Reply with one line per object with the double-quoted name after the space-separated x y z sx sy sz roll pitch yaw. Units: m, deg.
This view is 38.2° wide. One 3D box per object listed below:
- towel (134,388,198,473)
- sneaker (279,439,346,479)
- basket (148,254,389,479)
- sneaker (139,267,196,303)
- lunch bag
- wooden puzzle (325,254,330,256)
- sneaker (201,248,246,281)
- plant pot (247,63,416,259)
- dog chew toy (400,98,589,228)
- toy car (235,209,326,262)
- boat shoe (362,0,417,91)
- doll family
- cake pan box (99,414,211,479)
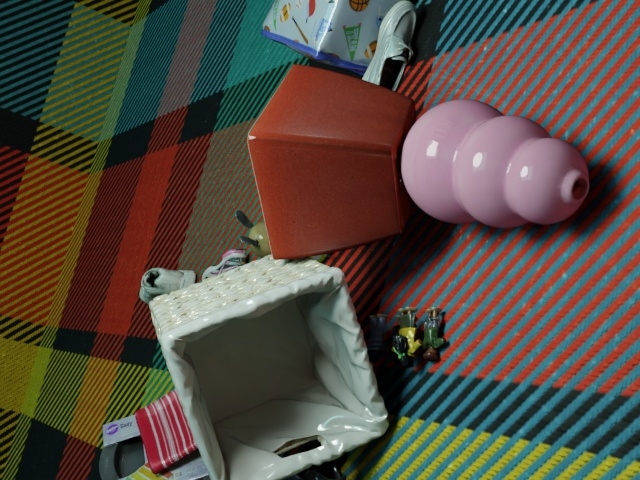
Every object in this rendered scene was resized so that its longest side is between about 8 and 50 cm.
-0.296 0.398 2.136 0.275 0.031 0.199 -33 42 3 "towel"
-0.009 0.497 1.637 0.148 0.131 0.350 -53 33 36 "sneaker"
-0.101 0.225 1.655 0.266 0.328 0.331 -150 41 -69 "basket"
-0.462 0.123 2.629 0.292 0.118 0.110 -18 60 56 "sneaker"
0.034 -0.567 2.093 0.385 0.239 0.328 34 104 52 "lunch bag"
0.000 0.000 1.979 0.006 0.049 0.083 -54 21 42 "wooden puzzle"
-0.242 0.095 2.330 0.178 0.072 0.077 -48 47 43 "sneaker"
0.045 -0.137 1.646 0.267 0.235 0.267 -66 -27 -48 "plant pot"
0.280 -0.111 1.459 0.332 0.206 0.207 22 92 53 "dog chew toy"
-0.099 -0.012 2.028 0.149 0.188 0.155 -52 35 30 "toy car"
0.159 -0.389 1.947 0.081 0.079 0.227 39 112 49 "boat shoe"
0.141 0.182 1.639 0.193 0.076 0.111 -24 57 58 "doll family"
-0.383 0.505 2.167 0.266 0.070 0.246 -18 40 1 "cake pan box"
